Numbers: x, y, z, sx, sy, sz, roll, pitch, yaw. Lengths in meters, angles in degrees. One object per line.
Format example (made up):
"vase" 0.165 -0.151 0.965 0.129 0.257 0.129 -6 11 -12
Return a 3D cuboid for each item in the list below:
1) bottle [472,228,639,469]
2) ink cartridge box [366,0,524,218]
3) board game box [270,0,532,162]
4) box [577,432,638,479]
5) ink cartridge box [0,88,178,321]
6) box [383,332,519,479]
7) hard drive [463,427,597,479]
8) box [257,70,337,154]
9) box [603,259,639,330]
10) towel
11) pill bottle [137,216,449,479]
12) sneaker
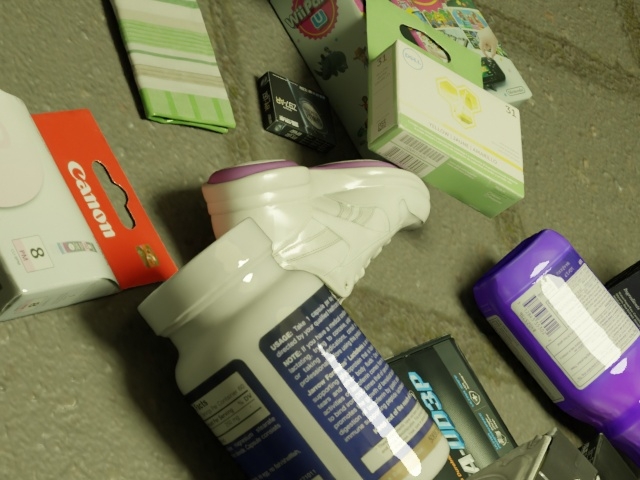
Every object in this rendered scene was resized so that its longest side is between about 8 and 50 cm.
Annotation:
"bottle" 0.284 0.125 1.951 0.118 0.092 0.283 -41 92 -21
"ink cartridge box" 0.125 -0.154 1.908 0.171 0.056 0.235 27 45 -29
"board game box" 0.069 -0.245 2.047 0.224 0.097 0.303 -16 71 -53
"box" 0.309 0.299 1.842 0.184 0.045 0.190 55 18 -2
"ink cartridge box" -0.224 -0.041 1.578 0.232 0.066 0.189 -15 71 -48
"box" 0.117 0.207 1.742 0.175 0.051 0.220 -16 72 -53
"hard drive" 0.077 0.305 1.455 0.064 0.237 0.339 46 37 -8
"box" -0.024 -0.130 1.908 0.083 0.018 0.067 21 45 -36
"box" 0.366 0.069 2.050 0.093 0.158 0.156 55 36 3
"towel" -0.147 -0.175 1.813 0.113 0.023 0.152 6 58 -43
"pill bottle" -0.026 0.121 1.571 0.265 0.153 0.153 52 35 -1
"sneaker" 0.000 0.000 1.774 0.305 0.114 0.152 -4 85 -52
